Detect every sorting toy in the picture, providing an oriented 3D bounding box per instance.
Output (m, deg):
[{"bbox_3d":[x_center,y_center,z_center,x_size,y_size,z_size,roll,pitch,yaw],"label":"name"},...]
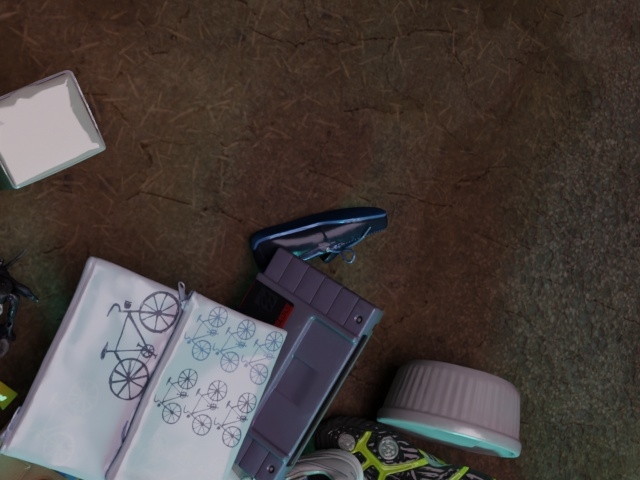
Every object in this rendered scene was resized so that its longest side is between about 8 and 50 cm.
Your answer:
[{"bbox_3d":[-0.472,0.338,1.450,0.229,0.041,0.307,-48,141,-13],"label":"sorting toy"}]

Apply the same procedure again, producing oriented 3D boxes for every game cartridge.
[{"bbox_3d":[-0.075,0.213,1.582,0.355,0.230,0.068,-60,157,3],"label":"game cartridge"}]

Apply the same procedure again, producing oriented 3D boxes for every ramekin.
[{"bbox_3d":[0.251,0.314,1.738,0.273,0.273,0.127,23,73,-23],"label":"ramekin"}]

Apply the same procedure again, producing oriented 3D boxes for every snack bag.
[{"bbox_3d":[-0.253,0.218,1.371,0.342,0.037,0.323,27,82,-22],"label":"snack bag"}]

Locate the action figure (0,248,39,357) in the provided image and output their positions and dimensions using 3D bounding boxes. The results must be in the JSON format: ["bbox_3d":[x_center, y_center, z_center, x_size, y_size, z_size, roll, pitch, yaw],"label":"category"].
[{"bbox_3d":[-0.554,0.128,1.436,0.164,0.141,0.276,32,54,-14],"label":"action figure"}]

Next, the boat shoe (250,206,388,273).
[{"bbox_3d":[0.000,0.000,1.704,0.258,0.109,0.089,-12,105,-6],"label":"boat shoe"}]

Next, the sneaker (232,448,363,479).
[{"bbox_3d":[-0.076,0.422,1.627,0.297,0.129,0.111,-8,88,6],"label":"sneaker"}]

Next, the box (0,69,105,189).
[{"bbox_3d":[-0.436,-0.155,1.371,0.148,0.311,0.121,-28,104,-20],"label":"box"}]

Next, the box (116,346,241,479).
[{"bbox_3d":[-0.257,0.293,1.519,0.058,0.232,0.322,-39,106,-19],"label":"box"}]

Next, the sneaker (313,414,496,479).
[{"bbox_3d":[0.155,0.458,1.764,0.384,0.147,0.145,27,69,-3],"label":"sneaker"}]
